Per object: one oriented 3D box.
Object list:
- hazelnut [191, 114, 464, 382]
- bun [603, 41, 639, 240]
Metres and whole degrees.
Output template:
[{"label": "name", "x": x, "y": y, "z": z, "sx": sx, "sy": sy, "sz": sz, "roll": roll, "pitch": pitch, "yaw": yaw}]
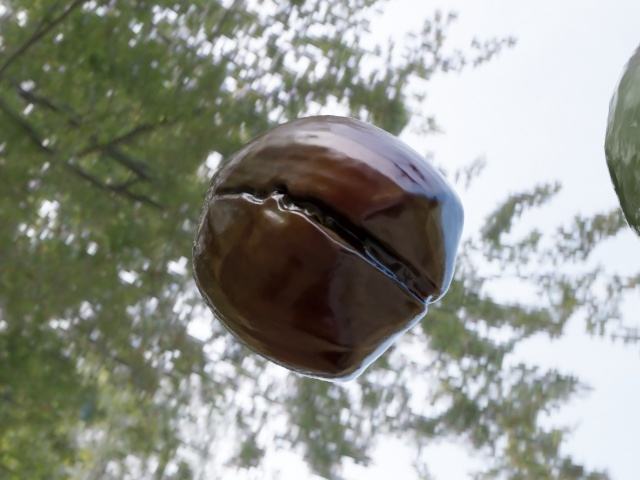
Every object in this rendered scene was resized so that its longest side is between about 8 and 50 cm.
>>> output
[{"label": "hazelnut", "x": 0.000, "y": -0.001, "z": 1.187, "sx": 0.181, "sy": 0.181, "sz": 0.212, "roll": 37, "pitch": -97, "yaw": -20}, {"label": "bun", "x": 0.285, "y": -0.059, "z": 0.704, "sx": 0.283, "sy": 0.283, "sz": 0.179, "roll": 18, "pitch": -54, "yaw": 3}]
